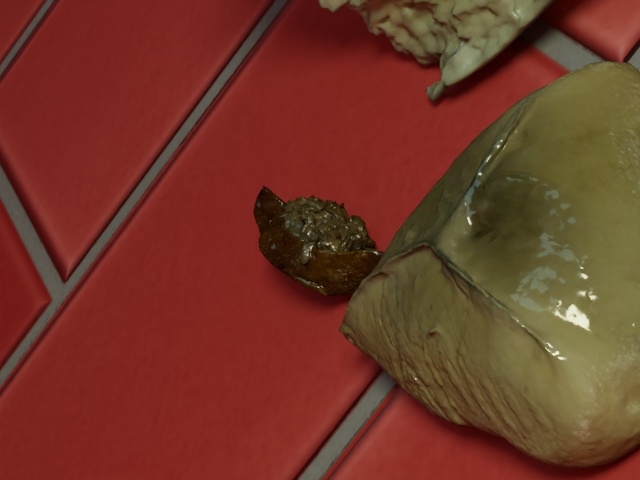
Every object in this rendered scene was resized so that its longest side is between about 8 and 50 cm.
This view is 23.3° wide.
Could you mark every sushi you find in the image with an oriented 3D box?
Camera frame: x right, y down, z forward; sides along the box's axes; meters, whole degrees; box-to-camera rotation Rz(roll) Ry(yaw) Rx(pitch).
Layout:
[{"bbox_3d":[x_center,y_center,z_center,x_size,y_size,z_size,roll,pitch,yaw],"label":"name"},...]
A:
[{"bbox_3d":[0.000,0.000,1.025,0.120,0.052,0.055,40,111,58],"label":"sushi"}]

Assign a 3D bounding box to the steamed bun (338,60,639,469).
[{"bbox_3d":[0.110,0.015,0.827,0.231,0.110,0.212,-52,35,14],"label":"steamed bun"}]

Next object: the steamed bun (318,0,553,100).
[{"bbox_3d":[0.048,-0.286,0.971,0.290,0.272,0.274,-24,43,51],"label":"steamed bun"}]
